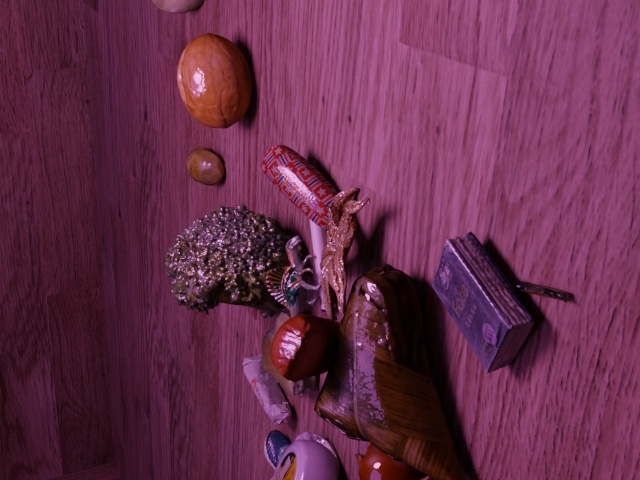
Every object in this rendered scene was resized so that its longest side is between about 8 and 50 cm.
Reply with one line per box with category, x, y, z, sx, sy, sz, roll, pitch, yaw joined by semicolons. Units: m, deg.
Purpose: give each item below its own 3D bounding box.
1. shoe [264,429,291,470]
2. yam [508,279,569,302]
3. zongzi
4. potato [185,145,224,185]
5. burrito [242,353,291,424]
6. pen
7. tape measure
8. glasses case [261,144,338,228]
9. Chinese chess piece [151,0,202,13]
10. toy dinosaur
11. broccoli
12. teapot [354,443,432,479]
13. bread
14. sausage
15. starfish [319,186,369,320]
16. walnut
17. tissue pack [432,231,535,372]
shoe;-0.079;0.482;1.749;0.143;0.064;0.071;58;147;34
yam;0.267;0.060;0.967;0.107;0.014;0.014;-166;69;-64
zongzi;0.138;0.210;1.176;0.288;0.134;0.286;32;122;39
potato;-0.289;-0.185;1.947;0.138;0.070;0.091;31;127;57
burrito;-0.121;0.338;1.789;0.203;0.064;0.064;53;142;45
pen;0.000;0.000;1.470;0.033;0.033;0.269;3;102;63
tape measure;-0.032;0.498;1.574;0.196;0.105;0.178;-61;17;18
glasses case;-0.035;-0.102;1.423;0.194;0.049;0.073;44;121;23
Chinese chess piece;-0.351;-0.674;1.881;0.250;0.101;0.250;34;129;57
toy dinosaur;-0.056;0.091;1.464;0.106;0.044;0.187;29;105;9
broccoli;-0.170;0.044;1.600;0.288;0.260;0.235;40;119;50
teapot;0.122;0.360;1.272;0.173;0.116;0.116;-22;77;38
bread;-0.056;0.237;1.620;0.172;0.064;0.232;67;152;25
sausage;-0.018;0.175;1.307;0.094;0.348;0.097;28;89;14
starfish;0.034;0.029;1.318;0.277;0.062;0.236;116;159;-58
walnut;-0.227;-0.342;1.681;0.159;0.159;0.207;0;99;64
tissue pack;0.211;0.081;1.039;0.112;0.051;0.156;98;150;-50
